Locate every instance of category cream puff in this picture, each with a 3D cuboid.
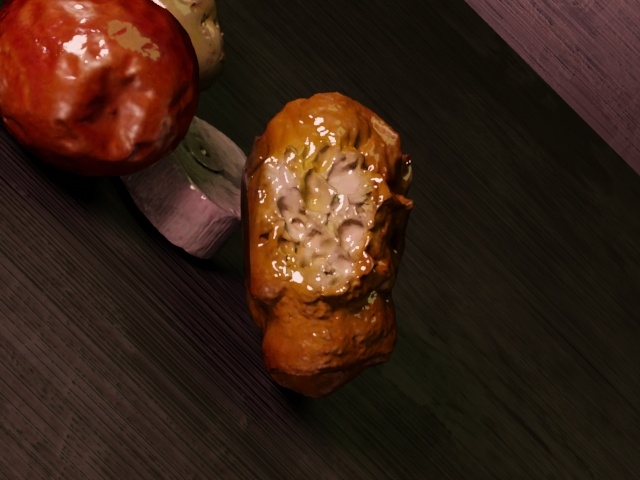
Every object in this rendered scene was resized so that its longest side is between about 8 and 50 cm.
[{"bbox_3d":[0.000,0.000,1.362,0.155,0.268,0.241,7,16,-4],"label":"cream puff"}]

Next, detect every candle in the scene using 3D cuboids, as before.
[{"bbox_3d":[-0.136,-0.069,1.461,0.168,0.068,0.192,42,17,-8],"label":"candle"}]

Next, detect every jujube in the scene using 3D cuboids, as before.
[{"bbox_3d":[-0.211,-0.162,1.352,0.190,0.190,0.255,29,19,-38],"label":"jujube"}]

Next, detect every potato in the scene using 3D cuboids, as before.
[{"bbox_3d":[-0.182,-0.262,1.596,0.165,0.165,0.262,22,33,-47],"label":"potato"}]
